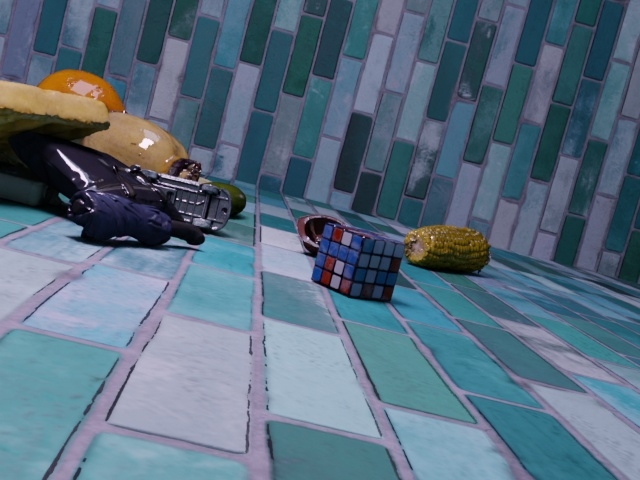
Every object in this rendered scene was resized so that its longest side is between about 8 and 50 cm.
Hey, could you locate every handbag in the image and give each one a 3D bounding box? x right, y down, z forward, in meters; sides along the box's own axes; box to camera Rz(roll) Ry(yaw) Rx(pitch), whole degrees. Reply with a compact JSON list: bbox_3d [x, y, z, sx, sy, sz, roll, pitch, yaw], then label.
[{"bbox_3d":[-0.342,-0.089,1.346,0.211,0.089,0.254,35,8,14],"label":"handbag"}]

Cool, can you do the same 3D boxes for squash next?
[{"bbox_3d":[-0.221,-0.089,1.878,0.071,0.080,0.318,54,15,9],"label":"squash"}]

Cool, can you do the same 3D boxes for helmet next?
[{"bbox_3d":[0.000,0.000,1.618,0.111,0.057,0.089,9,49,-16],"label":"helmet"}]

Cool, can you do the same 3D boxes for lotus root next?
[{"bbox_3d":[-0.362,-0.166,1.771,0.309,0.183,0.182,21,8,30],"label":"lotus root"}]

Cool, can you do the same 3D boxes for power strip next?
[{"bbox_3d":[-0.539,-0.106,1.336,0.270,0.046,0.118,15,5,-2],"label":"power strip"}]

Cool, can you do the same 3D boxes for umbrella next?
[{"bbox_3d":[-0.255,-0.022,1.200,0.070,0.071,0.248,18,2,29],"label":"umbrella"}]

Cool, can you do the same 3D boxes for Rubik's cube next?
[{"bbox_3d":[0.056,0.032,1.275,0.092,0.092,0.092,10,7,-41],"label":"Rubik's cube"}]

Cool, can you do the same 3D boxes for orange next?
[{"bbox_3d":[-0.561,-0.268,1.938,0.240,0.240,0.240,15,6,-1],"label":"orange"}]

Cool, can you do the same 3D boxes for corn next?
[{"bbox_3d":[0.302,0.017,2.008,0.115,0.115,0.317,19,7,37],"label":"corn"}]

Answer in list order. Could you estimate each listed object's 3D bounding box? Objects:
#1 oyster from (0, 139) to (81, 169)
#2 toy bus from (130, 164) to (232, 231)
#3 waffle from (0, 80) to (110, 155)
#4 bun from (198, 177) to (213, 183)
[{"bbox_3d":[-0.620,-0.208,1.664,0.337,0.133,0.197,11,-8,32],"label":"oyster"},{"bbox_3d":[-0.258,-0.071,1.538,0.193,0.087,0.089,13,-4,-7],"label":"toy bus"},{"bbox_3d":[-0.481,-0.181,1.286,0.221,0.055,0.248,-11,-5,29],"label":"waffle"},{"bbox_3d":[-0.285,-0.117,2.077,0.086,0.055,0.086,21,17,-7],"label":"bun"}]
